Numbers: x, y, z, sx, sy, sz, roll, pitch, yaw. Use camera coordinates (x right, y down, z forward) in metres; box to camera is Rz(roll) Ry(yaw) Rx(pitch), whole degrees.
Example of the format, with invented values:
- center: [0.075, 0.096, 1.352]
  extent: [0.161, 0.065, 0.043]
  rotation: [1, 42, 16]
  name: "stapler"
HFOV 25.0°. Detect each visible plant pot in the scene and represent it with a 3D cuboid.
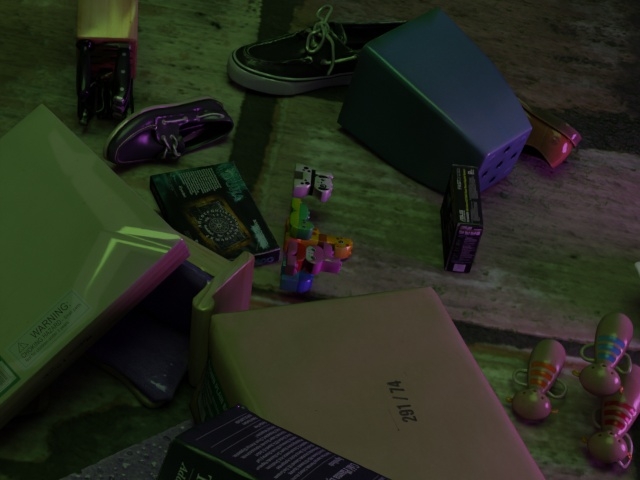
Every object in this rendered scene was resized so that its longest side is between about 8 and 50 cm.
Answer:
- center: [0.176, -0.183, 2.097]
  extent: [0.166, 0.165, 0.234]
  rotation: [-31, 65, -34]
  name: "plant pot"

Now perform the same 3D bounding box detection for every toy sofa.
- center: [-0.274, 0.037, 1.797]
  extent: [0.363, 0.150, 0.177]
  rotation: [29, 47, 19]
  name: "toy sofa"

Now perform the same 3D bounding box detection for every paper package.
- center: [0.045, 0.231, 1.623]
  extent: [0.310, 0.168, 0.324]
  rotation: [-5, 47, -25]
  name: "paper package"

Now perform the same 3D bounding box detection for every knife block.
- center: [-0.307, -0.306, 2.083]
  extent: [0.088, 0.275, 0.242]
  rotation: [2, 15, -9]
  name: "knife block"

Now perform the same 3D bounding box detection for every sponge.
- center: [-0.201, 0.288, 1.640]
  extent: [0.210, 0.031, 0.117]
  rotation: [-22, 54, -30]
  name: "sponge"

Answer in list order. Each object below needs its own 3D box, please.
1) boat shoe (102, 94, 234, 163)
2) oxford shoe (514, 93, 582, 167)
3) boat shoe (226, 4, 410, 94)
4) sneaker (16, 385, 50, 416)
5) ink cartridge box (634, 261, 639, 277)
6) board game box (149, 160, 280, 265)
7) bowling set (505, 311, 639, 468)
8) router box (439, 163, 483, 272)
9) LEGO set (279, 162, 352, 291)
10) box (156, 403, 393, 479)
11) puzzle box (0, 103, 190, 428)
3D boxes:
- center: [-0.212, -0.151, 2.052]
  extent: [0.206, 0.075, 0.065]
  rotation: [-25, 51, -36]
  name: "boat shoe"
- center: [0.287, -0.176, 2.175]
  extent: [0.212, 0.076, 0.076]
  rotation: [35, 89, 37]
  name: "oxford shoe"
- center: [0.011, -0.294, 2.213]
  extent: [0.306, 0.105, 0.113]
  rotation: [0, 45, -11]
  name: "boat shoe"
- center: [-0.382, 0.126, 1.730]
  extent: [0.071, 0.066, 0.188]
  rotation: [-5, 52, -34]
  name: "sneaker"
- center: [0.521, 0.085, 1.948]
  extent: [0.198, 0.067, 0.115]
  rotation: [0, 45, -12]
  name: "ink cartridge box"
- center: [-0.146, -0.031, 1.976]
  extent: [0.126, 0.026, 0.186]
  rotation: [-11, 48, -21]
  name: "board game box"
- center: [0.377, 0.170, 1.752]
  extent: [0.287, 0.199, 0.154]
  rotation: [17, 46, 13]
  name: "bowling set"
- center: [0.194, -0.031, 1.989]
  extent: [0.038, 0.092, 0.122]
  rotation: [5, 45, -5]
  name: "router box"
- center: [0.000, 0.000, 1.933]
  extent: [0.093, 0.087, 0.227]
  rotation: [9, 38, -5]
  name: "LEGO set"
- center: [-0.029, 0.379, 1.336]
  extent: [0.313, 0.343, 0.179]
  rotation: [23, 9, 13]
  name: "box"
- center: [-0.390, 0.059, 1.690]
  extent: [0.409, 0.052, 0.272]
  rotation: [-42, 67, -11]
  name: "puzzle box"
